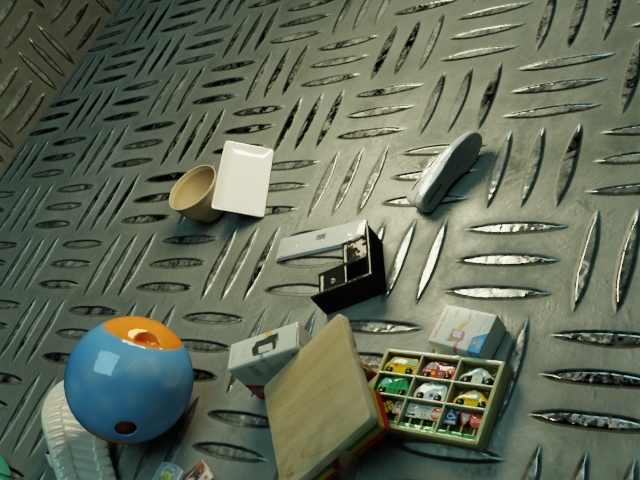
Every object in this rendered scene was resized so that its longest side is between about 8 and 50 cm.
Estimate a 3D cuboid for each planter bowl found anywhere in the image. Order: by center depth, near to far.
[{"bbox_3d":[-0.333,-0.119,2.330,0.162,0.109,0.162,-23,42,22],"label":"planter bowl"}]

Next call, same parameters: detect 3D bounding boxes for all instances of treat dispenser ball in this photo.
[{"bbox_3d":[-0.434,0.316,1.861,0.288,0.288,0.288,-22,42,22],"label":"treat dispenser ball"}]

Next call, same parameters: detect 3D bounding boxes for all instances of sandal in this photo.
[{"bbox_3d":[-0.584,0.495,1.959,0.416,0.169,0.102,-114,37,-50],"label":"sandal"}]

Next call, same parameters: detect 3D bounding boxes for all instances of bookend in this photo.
[{"bbox_3d":[0.062,0.065,1.860,0.156,0.072,0.157,-23,42,22],"label":"bookend"}]

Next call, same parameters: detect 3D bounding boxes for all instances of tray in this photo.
[{"bbox_3d":[-0.216,-0.169,2.299,0.145,0.030,0.270,10,49,-5],"label":"tray"}]

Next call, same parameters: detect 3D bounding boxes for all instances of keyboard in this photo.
[{"bbox_3d":[0.000,0.000,2.023,0.256,0.014,0.072,-13,42,31],"label":"keyboard"}]

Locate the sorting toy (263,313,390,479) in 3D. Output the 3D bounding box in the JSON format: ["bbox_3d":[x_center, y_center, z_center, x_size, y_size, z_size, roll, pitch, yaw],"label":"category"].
[{"bbox_3d":[0.016,0.325,1.596,0.257,0.089,0.255,-47,36,26],"label":"sorting toy"}]

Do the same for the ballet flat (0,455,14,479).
[{"bbox_3d":[-0.806,0.619,2.052,0.280,0.095,0.096,11,71,56],"label":"ballet flat"}]

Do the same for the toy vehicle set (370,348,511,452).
[{"bbox_3d":[0.211,0.296,1.548,0.267,0.035,0.166,0,55,40],"label":"toy vehicle set"}]

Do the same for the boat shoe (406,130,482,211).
[{"bbox_3d":[0.278,-0.170,1.892,0.226,0.083,0.076,-49,40,-8],"label":"boat shoe"}]

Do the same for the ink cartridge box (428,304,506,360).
[{"bbox_3d":[0.282,0.182,1.584,0.122,0.052,0.088,8,60,45],"label":"ink cartridge box"}]

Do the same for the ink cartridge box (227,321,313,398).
[{"bbox_3d":[-0.089,0.260,1.758,0.175,0.127,0.072,-21,40,22],"label":"ink cartridge box"}]

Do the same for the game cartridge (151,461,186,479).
[{"bbox_3d":[-0.334,0.519,1.806,0.083,0.017,0.056,5,54,42],"label":"game cartridge"}]

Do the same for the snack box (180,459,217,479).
[{"bbox_3d":[-0.299,0.552,1.739,0.178,0.022,0.064,-46,40,-6],"label":"snack box"}]
